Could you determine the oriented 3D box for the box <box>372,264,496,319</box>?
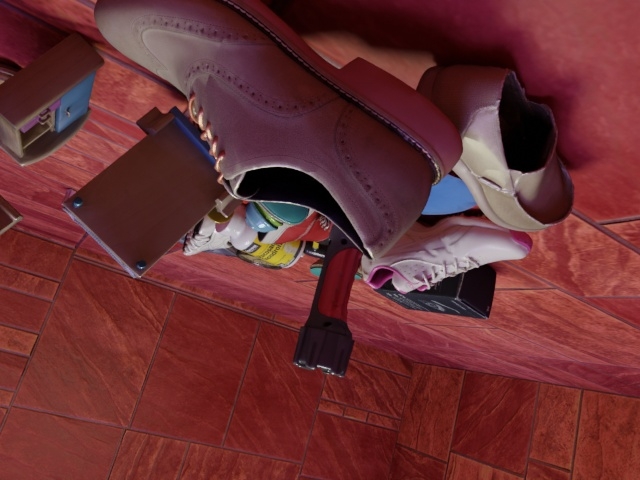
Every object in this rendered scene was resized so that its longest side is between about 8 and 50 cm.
[{"bbox_3d":[0.242,0.086,1.090,0.207,0.108,0.153,2,159,41],"label":"box"}]

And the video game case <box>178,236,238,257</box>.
[{"bbox_3d":[-0.391,-0.014,1.543,0.196,0.026,0.274,7,162,31],"label":"video game case"}]

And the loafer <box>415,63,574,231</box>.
[{"bbox_3d":[0.203,-0.084,0.532,0.268,0.102,0.092,28,167,-36],"label":"loafer"}]

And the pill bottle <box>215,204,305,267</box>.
[{"bbox_3d":[-0.130,-0.016,1.111,0.184,0.103,0.103,26,162,-34],"label":"pill bottle"}]

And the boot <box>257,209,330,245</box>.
[{"bbox_3d":[0.003,-0.052,0.923,0.176,0.089,0.244,4,161,-22],"label":"boot"}]

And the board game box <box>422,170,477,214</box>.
[{"bbox_3d":[0.146,-0.084,0.730,0.168,0.033,0.133,17,161,-24],"label":"board game box"}]

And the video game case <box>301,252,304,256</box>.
[{"bbox_3d":[-0.103,-0.001,1.244,0.122,0.011,0.087,41,161,-24],"label":"video game case"}]

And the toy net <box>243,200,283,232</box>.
[{"bbox_3d":[-0.151,-0.107,0.839,0.232,0.045,0.122,49,-170,-18],"label":"toy net"}]

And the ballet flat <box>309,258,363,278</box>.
[{"bbox_3d":[0.047,0.057,1.261,0.073,0.067,0.206,30,162,-31],"label":"ballet flat"}]

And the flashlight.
[{"bbox_3d":[0.041,0.052,0.796,0.103,0.304,0.103,11,163,13],"label":"flashlight"}]

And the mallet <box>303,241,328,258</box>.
[{"bbox_3d":[0.000,0.000,1.177,0.062,0.039,0.190,18,161,-4],"label":"mallet"}]

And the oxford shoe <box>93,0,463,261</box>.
[{"bbox_3d":[-0.075,-0.126,0.480,0.396,0.147,0.140,30,170,14],"label":"oxford shoe"}]

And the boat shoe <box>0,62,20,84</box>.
[{"bbox_3d":[-0.482,-0.210,0.834,0.068,0.072,0.190,16,165,-2],"label":"boat shoe"}]

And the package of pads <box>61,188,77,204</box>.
[{"bbox_3d":[-0.683,-0.107,1.454,0.031,0.050,0.083,-2,157,35],"label":"package of pads"}]

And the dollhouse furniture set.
[{"bbox_3d":[-0.310,-0.058,0.703,0.303,0.286,0.198,46,156,-15],"label":"dollhouse furniture set"}]

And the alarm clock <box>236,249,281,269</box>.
[{"bbox_3d":[-0.161,0.038,1.415,0.129,0.064,0.192,15,163,2],"label":"alarm clock"}]

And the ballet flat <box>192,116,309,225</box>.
[{"bbox_3d":[-0.102,-0.112,0.772,0.221,0.077,0.079,43,176,-24],"label":"ballet flat"}]

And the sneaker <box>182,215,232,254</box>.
[{"bbox_3d":[-0.272,-0.014,1.283,0.118,0.110,0.292,12,168,-22],"label":"sneaker"}]

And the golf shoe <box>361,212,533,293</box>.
[{"bbox_3d":[0.201,0.031,0.878,0.306,0.140,0.115,0,157,41],"label":"golf shoe"}]
